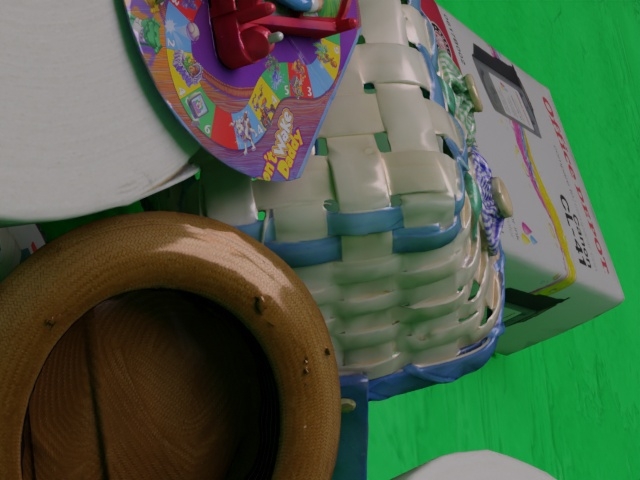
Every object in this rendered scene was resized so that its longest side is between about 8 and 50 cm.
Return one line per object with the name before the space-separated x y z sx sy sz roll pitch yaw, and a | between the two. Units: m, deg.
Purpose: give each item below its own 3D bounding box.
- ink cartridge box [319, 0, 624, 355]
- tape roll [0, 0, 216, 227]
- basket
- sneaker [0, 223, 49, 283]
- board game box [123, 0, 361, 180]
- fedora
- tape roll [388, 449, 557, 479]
ink cartridge box | 0.104 -0.049 1.064 0.306 0.131 0.226 18 51 -55
tape roll | -0.143 -0.194 0.495 0.392 0.072 0.392 13 75 -57
basket | 0.000 0.000 0.758 0.289 0.201 0.254 96 -13 -57
sneaker | -0.168 -0.010 0.558 0.075 0.057 0.161 -62 144 -40
board game box | -0.016 -0.110 0.576 0.133 0.033 0.168 52 45 -34
fedora | -0.084 0.079 0.602 0.194 0.194 0.079 55 -12 -20
tape roll | 0.065 0.221 0.456 0.286 0.100 0.286 40 32 -32
